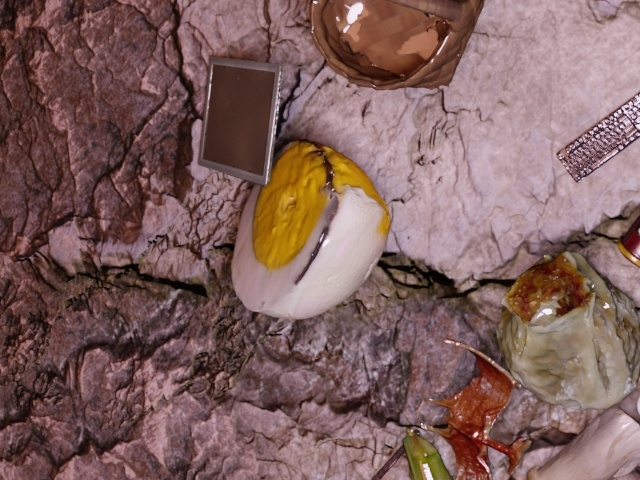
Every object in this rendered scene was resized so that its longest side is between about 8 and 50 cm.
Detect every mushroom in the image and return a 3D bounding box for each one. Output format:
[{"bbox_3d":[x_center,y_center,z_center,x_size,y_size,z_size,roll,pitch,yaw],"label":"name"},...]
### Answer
[{"bbox_3d":[0.433,0.340,1.679,0.096,0.108,0.247,44,129,3],"label":"mushroom"}]

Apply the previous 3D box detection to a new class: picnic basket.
[{"bbox_3d":[0.100,-0.405,1.686,0.293,0.337,0.337,26,106,24],"label":"picnic basket"}]

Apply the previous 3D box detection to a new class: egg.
[{"bbox_3d":[0.000,0.000,1.828,0.337,0.201,0.337,-43,35,40],"label":"egg"}]

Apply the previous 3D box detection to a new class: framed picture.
[{"bbox_3d":[-0.147,-0.221,1.931,0.274,0.017,0.217,23,108,55],"label":"framed picture"}]

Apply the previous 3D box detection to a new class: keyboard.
[{"bbox_3d":[0.464,-0.170,1.679,0.195,0.018,0.060,-39,79,25],"label":"keyboard"}]

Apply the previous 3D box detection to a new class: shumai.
[{"bbox_3d":[0.371,0.153,1.644,0.225,0.222,0.261,-27,86,24],"label":"shumai"}]

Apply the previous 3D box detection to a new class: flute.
[{"bbox_3d":[0.098,0.434,1.923,0.014,0.014,0.269,45,112,18],"label":"flute"}]

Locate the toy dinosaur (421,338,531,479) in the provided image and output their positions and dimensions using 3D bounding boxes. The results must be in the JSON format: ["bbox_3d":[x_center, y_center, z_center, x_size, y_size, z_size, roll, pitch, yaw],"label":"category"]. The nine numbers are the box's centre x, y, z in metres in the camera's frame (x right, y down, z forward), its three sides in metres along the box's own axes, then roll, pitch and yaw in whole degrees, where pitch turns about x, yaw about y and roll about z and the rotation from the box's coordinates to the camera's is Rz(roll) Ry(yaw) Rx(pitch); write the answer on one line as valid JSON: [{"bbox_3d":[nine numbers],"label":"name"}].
[{"bbox_3d":[0.225,0.329,1.731,0.206,0.112,0.327,49,127,29],"label":"toy dinosaur"}]

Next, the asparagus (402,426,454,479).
[{"bbox_3d":[0.214,0.483,1.829,0.082,0.085,0.343,-28,75,39],"label":"asparagus"}]

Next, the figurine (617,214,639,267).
[{"bbox_3d":[0.517,-0.028,1.618,0.082,0.098,0.154,43,114,22],"label":"figurine"}]

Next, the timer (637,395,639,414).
[{"bbox_3d":[0.616,0.299,1.602,0.178,0.078,0.253,-37,77,24],"label":"timer"}]
